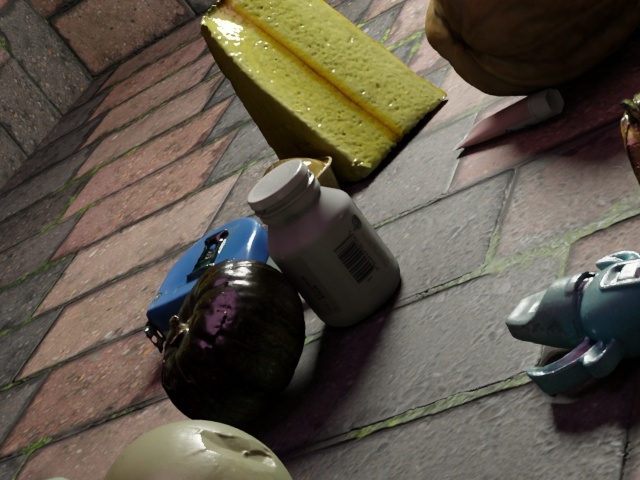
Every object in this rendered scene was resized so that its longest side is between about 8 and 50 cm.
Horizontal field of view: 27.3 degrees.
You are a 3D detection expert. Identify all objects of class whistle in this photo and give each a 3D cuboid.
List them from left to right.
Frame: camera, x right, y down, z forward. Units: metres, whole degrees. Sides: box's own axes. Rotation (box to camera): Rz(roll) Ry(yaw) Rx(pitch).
[{"bbox_3d":[0.295,0.068,1.335,0.274,0.093,0.186,-13,32,54],"label":"whistle"}]

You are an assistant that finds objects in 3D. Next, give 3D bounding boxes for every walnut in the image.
[{"bbox_3d":[0.326,-0.376,1.938,0.343,0.306,0.306,-28,18,-16],"label":"walnut"}]

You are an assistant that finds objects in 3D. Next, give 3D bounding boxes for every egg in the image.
[{"bbox_3d":[-0.123,0.298,1.348,0.219,0.219,0.269,-36,35,5],"label":"egg"}]

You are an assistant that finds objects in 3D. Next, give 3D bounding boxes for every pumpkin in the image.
[{"bbox_3d":[-0.123,0.132,1.742,0.238,0.159,0.238,-45,32,38],"label":"pumpkin"}]

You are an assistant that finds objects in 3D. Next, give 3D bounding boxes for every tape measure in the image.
[{"bbox_3d":[-0.107,0.037,2.053,0.351,0.098,0.215,-23,26,29],"label":"tape measure"}]

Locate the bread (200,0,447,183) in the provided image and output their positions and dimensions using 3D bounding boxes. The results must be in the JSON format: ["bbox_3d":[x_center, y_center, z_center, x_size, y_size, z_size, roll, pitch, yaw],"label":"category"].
[{"bbox_3d":[-0.018,-0.299,2.237,0.233,0.362,0.245,-46,19,-22],"label":"bread"}]

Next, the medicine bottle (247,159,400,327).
[{"bbox_3d":[0.000,0.000,1.775,0.135,0.215,0.135,-32,21,14],"label":"medicine bottle"}]

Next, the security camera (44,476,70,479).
[{"bbox_3d":[-0.332,0.367,1.755,0.301,0.080,0.157,-23,24,28],"label":"security camera"}]

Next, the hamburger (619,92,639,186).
[{"bbox_3d":[0.403,-0.136,1.570,0.087,0.102,0.176,-16,27,20],"label":"hamburger"}]

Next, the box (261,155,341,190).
[{"bbox_3d":[-0.041,-0.089,2.192,0.111,0.111,0.177,-49,23,-27],"label":"box"}]

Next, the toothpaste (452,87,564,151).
[{"bbox_3d":[0.276,-0.177,1.955,0.194,0.043,0.067,-20,25,51],"label":"toothpaste"}]
